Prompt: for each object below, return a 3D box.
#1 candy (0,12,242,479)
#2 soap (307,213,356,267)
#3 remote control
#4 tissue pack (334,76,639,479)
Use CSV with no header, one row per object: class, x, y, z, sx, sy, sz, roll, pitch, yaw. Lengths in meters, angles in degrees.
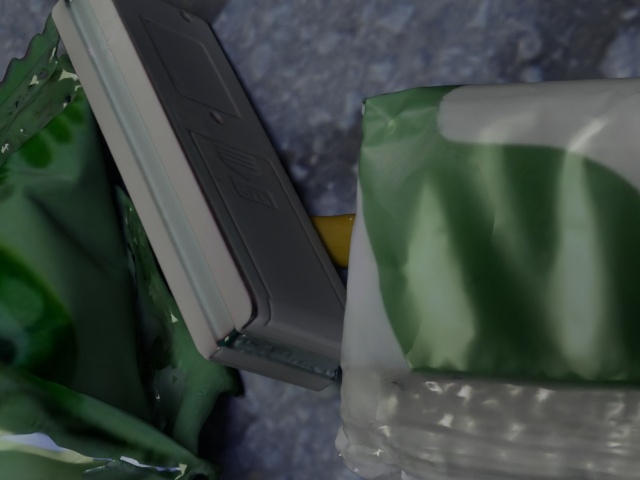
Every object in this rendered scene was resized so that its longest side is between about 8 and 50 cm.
candy,-0.205,0.059,1.186,0.263,0.172,0.398,-37,48,20
soap,0.000,0.000,1.133,0.089,0.012,0.034,2,80,37
remote control,-0.071,-0.038,1.123,0.055,0.103,0.277,-42,54,22
tissue pack,0.215,0.038,0.810,0.356,0.266,0.194,2,82,36
